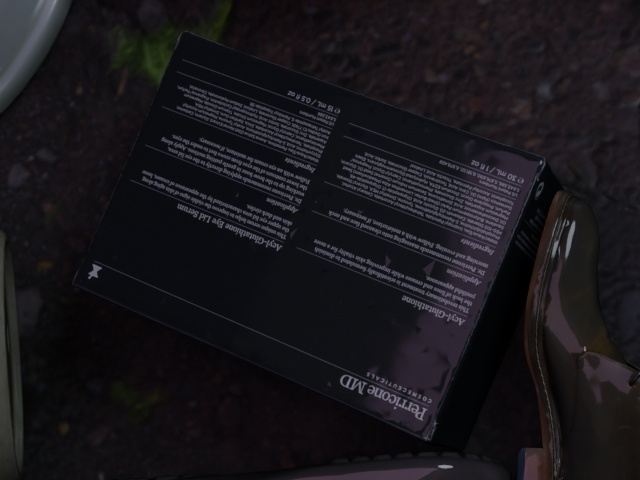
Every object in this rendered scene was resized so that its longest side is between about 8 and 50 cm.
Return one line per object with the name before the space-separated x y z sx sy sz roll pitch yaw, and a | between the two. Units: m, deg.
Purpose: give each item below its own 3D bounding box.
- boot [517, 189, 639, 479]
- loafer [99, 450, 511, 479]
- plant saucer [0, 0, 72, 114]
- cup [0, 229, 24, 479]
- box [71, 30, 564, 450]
boot | 0.179 0.081 0.899 0.106 0.082 0.219 3 92 20
loafer | -0.061 0.210 0.927 0.366 0.134 0.130 -9 76 17
plant saucer | -0.376 -0.239 1.147 0.400 0.100 0.400 -4 78 19
cup | -0.318 0.084 0.972 0.237 0.331 0.331 -3 77 -8
box | 0.000 0.000 0.966 0.261 0.103 0.184 22 84 21
